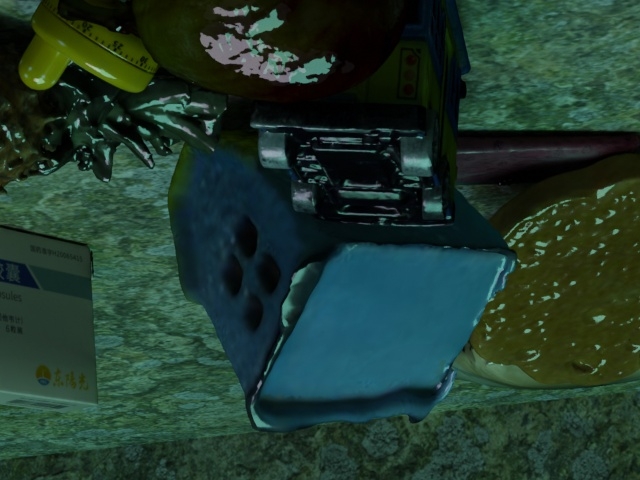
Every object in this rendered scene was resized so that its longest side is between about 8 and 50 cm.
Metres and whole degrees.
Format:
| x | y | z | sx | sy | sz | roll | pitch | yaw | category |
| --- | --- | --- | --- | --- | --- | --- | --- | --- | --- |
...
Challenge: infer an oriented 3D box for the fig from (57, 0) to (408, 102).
| x | y | z | sx | sy | sz | roll | pitch | yaw | category |
| --- | --- | --- | --- | --- | --- | --- | --- | --- | --- |
| -0.077 | -0.172 | 1.289 | 0.274 | 0.145 | 0.170 | -6 | 125 | 34 | fig |

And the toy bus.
| x | y | z | sx | sy | sz | roll | pitch | yaw | category |
| --- | --- | --- | --- | --- | --- | --- | --- | --- | --- |
| 0.038 | -0.116 | 1.470 | 0.138 | 0.175 | 0.287 | 2 | 167 | 10 | toy bus |

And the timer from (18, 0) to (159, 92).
| x | y | z | sx | sy | sz | roll | pitch | yaw | category |
| --- | --- | --- | --- | --- | --- | --- | --- | --- | --- |
| -0.179 | -0.150 | 1.429 | 0.107 | 0.109 | 0.107 | 32 | -173 | -5 | timer |

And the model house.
| x | y | z | sx | sy | sz | roll | pitch | yaw | category |
| --- | --- | --- | --- | --- | --- | --- | --- | --- | --- |
| 0.000 | 0.000 | 1.753 | 0.237 | 0.303 | 0.215 | 0 | 132 | -32 | model house |

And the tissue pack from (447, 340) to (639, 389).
| x | y | z | sx | sy | sz | roll | pitch | yaw | category |
| --- | --- | --- | --- | --- | --- | --- | --- | --- | --- |
| 0.307 | 0.094 | 2.327 | 0.390 | 0.195 | 0.375 | -2 | 171 | -11 | tissue pack |

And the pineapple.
| x | y | z | sx | sy | sz | roll | pitch | yaw | category |
| --- | --- | --- | --- | --- | --- | --- | --- | --- | --- |
| -0.229 | -0.110 | 1.548 | 0.310 | 0.141 | 0.170 | -3 | 142 | -30 | pineapple |

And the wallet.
| x | y | z | sx | sy | sz | roll | pitch | yaw | category |
| --- | --- | --- | --- | --- | --- | --- | --- | --- | --- |
| 0.208 | -0.085 | 1.928 | 0.232 | 0.025 | 0.119 | -2 | 163 | -13 | wallet |

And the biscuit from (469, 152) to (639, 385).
| x | y | z | sx | sy | sz | roll | pitch | yaw | category |
| --- | --- | --- | --- | --- | --- | --- | --- | --- | --- |
| 0.309 | 0.042 | 2.025 | 0.351 | 0.057 | 0.312 | 24 | 127 | -34 | biscuit |

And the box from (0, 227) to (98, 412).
| x | y | z | sx | sy | sz | roll | pitch | yaw | category |
| --- | --- | --- | --- | --- | --- | --- | --- | --- | --- |
| -0.394 | 0.078 | 2.059 | 0.065 | 0.200 | 0.343 | -18 | 159 | 36 | box |
